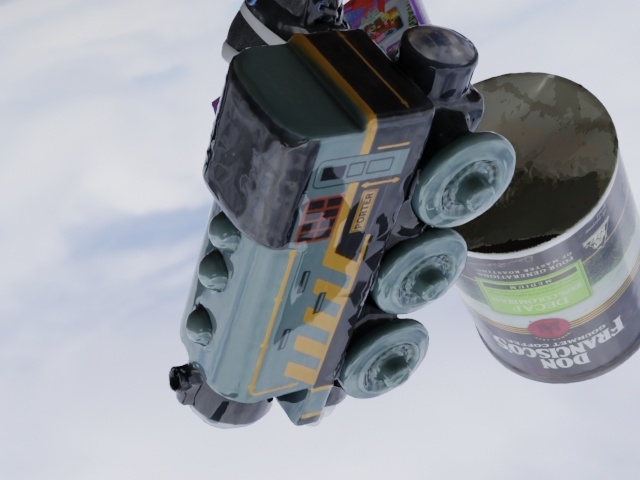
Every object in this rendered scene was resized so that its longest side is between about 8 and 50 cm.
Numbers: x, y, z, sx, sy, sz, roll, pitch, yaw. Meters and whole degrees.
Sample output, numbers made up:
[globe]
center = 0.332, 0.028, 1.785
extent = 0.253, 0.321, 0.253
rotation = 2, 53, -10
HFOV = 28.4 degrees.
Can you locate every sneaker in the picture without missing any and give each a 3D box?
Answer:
[sneaker]
center = 0.021, -0.180, 1.158
extent = 0.217, 0.121, 0.079
rotation = 25, -154, 6

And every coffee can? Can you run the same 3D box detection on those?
[coffee can]
center = 0.216, -0.006, 1.253
extent = 0.202, 0.275, 0.201
rotation = -12, -124, 17

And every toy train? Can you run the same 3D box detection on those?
[toy train]
center = 0.000, 0.000, 0.876
extent = 0.190, 0.334, 0.142
rotation = -10, -133, -32

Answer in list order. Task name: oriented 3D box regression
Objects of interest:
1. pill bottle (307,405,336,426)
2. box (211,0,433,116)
[pill bottle]
center = 0.002, 0.164, 1.389
extent = 0.043, 0.043, 0.083
rotation = -7, -146, 34
[box]
center = 0.013, -0.163, 1.493
extent = 0.293, 0.057, 0.201
rotation = -33, -130, 21
